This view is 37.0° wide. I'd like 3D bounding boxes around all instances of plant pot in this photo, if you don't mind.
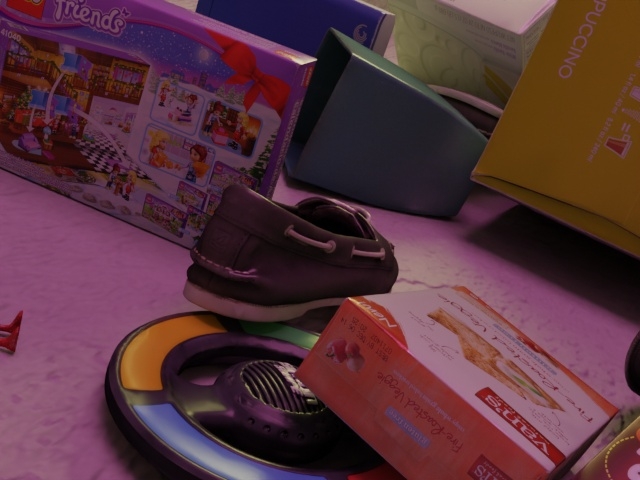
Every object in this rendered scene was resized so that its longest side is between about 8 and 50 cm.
[{"bbox_3d":[0.090,-0.136,1.227,0.234,0.165,0.165,22,18,-18],"label":"plant pot"}]

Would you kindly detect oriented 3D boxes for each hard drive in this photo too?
[{"bbox_3d":[-0.059,-0.279,1.382,0.319,0.210,0.040,31,22,29],"label":"hard drive"}]

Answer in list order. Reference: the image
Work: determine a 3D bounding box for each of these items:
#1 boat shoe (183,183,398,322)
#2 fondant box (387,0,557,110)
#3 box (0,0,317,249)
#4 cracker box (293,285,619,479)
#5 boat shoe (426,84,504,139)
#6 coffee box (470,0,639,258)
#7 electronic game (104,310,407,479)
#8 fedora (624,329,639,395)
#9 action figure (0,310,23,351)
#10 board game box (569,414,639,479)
[{"bbox_3d":[0.000,0.000,0.827,0.112,0.095,0.335,21,12,20],"label":"boat shoe"},{"bbox_3d":[0.234,-0.250,1.439,0.238,0.330,0.096,32,67,32],"label":"fondant box"},{"bbox_3d":[-0.171,-0.123,0.892,0.293,0.201,0.057,23,21,10],"label":"box"},{"bbox_3d":[0.104,0.104,0.651,0.156,0.067,0.232,40,17,21],"label":"cracker box"},{"bbox_3d":[0.156,-0.179,1.408,0.109,0.091,0.305,22,1,-40],"label":"boat shoe"},{"bbox_3d":[0.443,-0.142,1.205,0.338,0.337,0.334,28,8,23],"label":"coffee box"},{"bbox_3d":[-0.028,0.111,0.633,0.229,0.048,0.229,17,19,-6],"label":"electronic game"},{"bbox_3d":[0.394,0.116,0.796,0.275,0.244,0.124,37,28,-56],"label":"fedora"},{"bbox_3d":[-0.256,0.047,0.627,0.115,0.030,0.038,11,26,-16],"label":"action figure"},{"bbox_3d":[0.207,0.181,0.550,0.281,0.027,0.145,-28,46,-36],"label":"board game box"}]
